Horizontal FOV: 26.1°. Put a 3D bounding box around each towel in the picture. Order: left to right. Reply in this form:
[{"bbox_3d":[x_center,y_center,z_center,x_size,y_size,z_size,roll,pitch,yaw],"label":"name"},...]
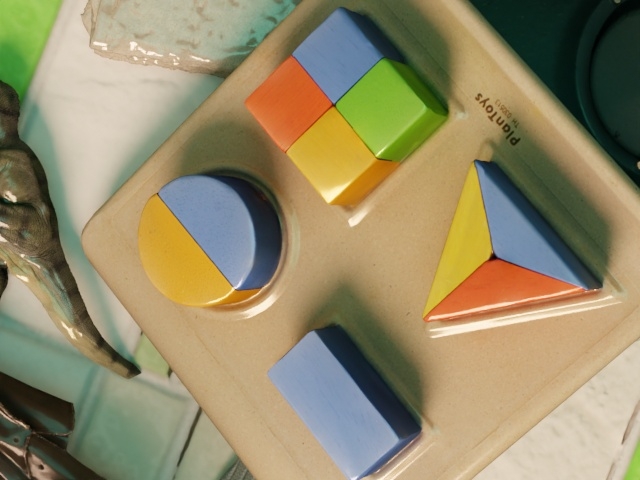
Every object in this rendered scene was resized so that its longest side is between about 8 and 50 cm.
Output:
[{"bbox_3d":[-0.030,-0.207,1.047,0.282,0.049,0.187,11,91,-7],"label":"towel"}]

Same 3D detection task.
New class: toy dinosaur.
[{"bbox_3d":[-0.239,0.003,1.024,0.118,0.064,0.268,-24,97,-12],"label":"toy dinosaur"}]

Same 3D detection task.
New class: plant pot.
[{"bbox_3d":[0.206,-0.094,0.971,0.196,0.293,0.293,-25,95,-46],"label":"plant pot"}]

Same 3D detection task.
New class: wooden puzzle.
[{"bbox_3d":[0.019,0.013,0.922,0.348,0.080,0.322,-45,75,21],"label":"wooden puzzle"}]

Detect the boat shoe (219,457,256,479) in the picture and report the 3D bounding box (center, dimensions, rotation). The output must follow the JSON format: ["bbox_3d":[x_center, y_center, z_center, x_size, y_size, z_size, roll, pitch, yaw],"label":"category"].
[{"bbox_3d":[-0.062,0.257,1.046,0.076,0.083,0.226,30,90,-29],"label":"boat shoe"}]

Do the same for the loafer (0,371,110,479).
[{"bbox_3d":[-0.220,0.140,1.025,0.078,0.080,0.220,-41,100,-14],"label":"loafer"}]
